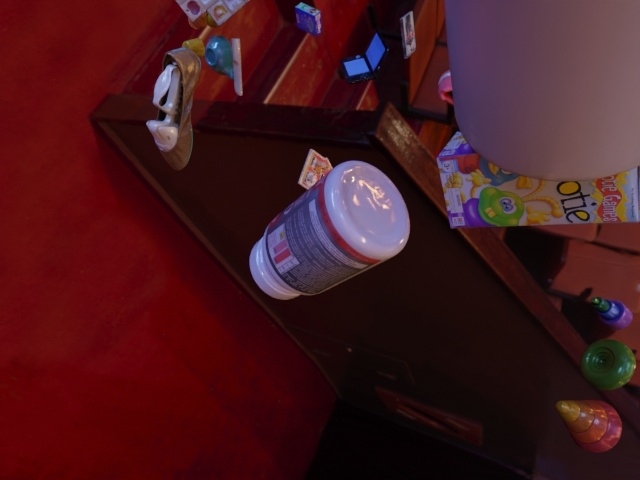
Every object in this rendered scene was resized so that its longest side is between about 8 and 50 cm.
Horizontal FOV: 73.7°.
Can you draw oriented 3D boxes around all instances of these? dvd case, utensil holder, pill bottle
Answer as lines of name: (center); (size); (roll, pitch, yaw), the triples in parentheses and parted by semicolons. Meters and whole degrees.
dvd case: (0.284, -0.665, 1.380); (0.087, 0.013, 0.120); (-51, 139, -39)
utensil holder: (0.297, -0.299, 0.461); (0.328, 0.327, 0.385); (-67, 151, -23)
pill bottle: (0.000, 0.000, 0.942); (0.210, 0.363, 0.210); (19, 57, -31)

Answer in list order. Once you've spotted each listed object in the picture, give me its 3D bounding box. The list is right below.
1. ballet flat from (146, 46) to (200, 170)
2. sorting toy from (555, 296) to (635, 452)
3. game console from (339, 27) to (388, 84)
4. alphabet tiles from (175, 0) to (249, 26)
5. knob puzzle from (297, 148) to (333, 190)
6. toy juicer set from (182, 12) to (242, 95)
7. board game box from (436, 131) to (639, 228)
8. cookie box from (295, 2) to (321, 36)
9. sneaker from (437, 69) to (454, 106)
ballet flat: (-0.416, -0.360, 1.187); (0.124, 0.116, 0.343); (-31, 143, -62)
sorting toy: (0.636, 0.293, 1.007); (0.126, 0.127, 0.366); (31, 72, -16)
game console: (0.104, -0.453, 1.050); (0.071, 0.107, 0.122); (76, 2, -49)
alphabet tiles: (-0.326, -0.859, 1.319); (0.342, 0.011, 0.285); (-40, 109, 0)
knob puzzle: (0.003, -0.283, 1.892); (0.213, 0.030, 0.213); (-1, 91, -41)
toy juicer set: (-0.353, -0.694, 1.522); (0.089, 0.329, 0.209); (-32, 155, -45)
board game box: (0.360, -0.118, 0.715); (0.144, 0.275, 0.142); (-47, 126, -46)
cookie box: (-0.048, -0.895, 1.729); (0.040, 0.107, 0.092); (-46, 157, -20)
sneaker: (0.506, -0.424, 1.334); (0.116, 0.313, 0.136); (103, 14, -45)
